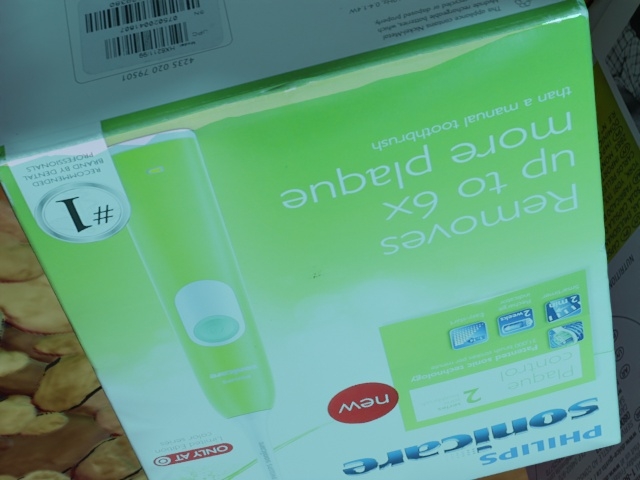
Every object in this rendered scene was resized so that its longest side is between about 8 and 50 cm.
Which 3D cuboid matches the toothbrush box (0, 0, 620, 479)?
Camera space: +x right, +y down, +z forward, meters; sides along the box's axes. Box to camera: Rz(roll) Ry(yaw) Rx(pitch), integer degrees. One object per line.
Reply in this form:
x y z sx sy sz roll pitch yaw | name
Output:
0.003 -0.011 0.729 0.206 0.122 0.283 -14 143 1 | toothbrush box

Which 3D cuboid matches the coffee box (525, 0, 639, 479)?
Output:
0.322 0.020 1.005 0.338 0.334 0.338 11 135 -25 | coffee box
